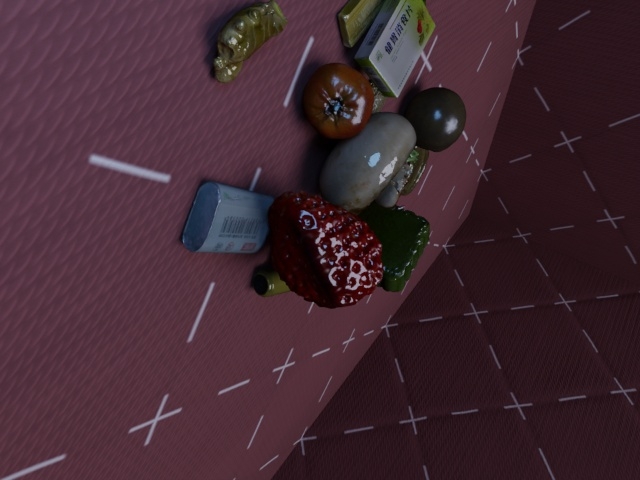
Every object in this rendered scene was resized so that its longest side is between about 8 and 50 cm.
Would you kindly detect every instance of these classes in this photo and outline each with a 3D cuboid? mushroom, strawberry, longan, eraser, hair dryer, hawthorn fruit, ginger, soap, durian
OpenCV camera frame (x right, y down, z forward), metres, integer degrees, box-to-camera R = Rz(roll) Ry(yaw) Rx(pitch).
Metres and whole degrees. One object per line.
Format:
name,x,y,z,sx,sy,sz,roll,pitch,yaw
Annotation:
mushroom,0.170,-0.216,1.275,0.362,0.295,0.362,-52,-178,3
strawberry,0.000,0.000,1.097,0.296,0.317,0.344,-27,129,-3
longan,0.460,-0.483,1.638,0.258,0.258,0.257,-42,148,-35
eraser,-0.220,-0.050,1.023,0.227,0.081,0.173,6,106,-61
hair dryer,-0.118,0.045,1.281,0.135,0.090,0.278,-6,120,-50
hawthorn fruit,0.052,-0.380,1.114,0.225,0.197,0.196,-65,171,-64
ginger,-0.147,-0.410,0.799,0.205,0.081,0.115,-56,159,-9
soap,0.132,-0.651,1.121,0.252,0.037,0.092,-53,152,-17
durian,0.373,-0.372,1.756,0.086,0.100,0.215,-63,162,5

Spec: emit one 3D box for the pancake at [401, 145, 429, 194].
pancake,0.461,-0.358,2.004,0.288,0.033,0.286,-62,155,1

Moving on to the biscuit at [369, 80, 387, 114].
biscuit,0.185,-0.484,1.346,0.168,0.071,0.082,-58,161,-17

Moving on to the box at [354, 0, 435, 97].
box,0.221,-0.577,1.179,0.175,0.062,0.260,33,85,-46

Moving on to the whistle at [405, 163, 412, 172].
whistle,0.298,-0.289,1.664,0.142,0.133,0.346,-23,178,29

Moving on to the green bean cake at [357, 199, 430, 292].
green bean cake,0.258,0.026,1.686,0.335,0.319,0.218,-54,154,-14

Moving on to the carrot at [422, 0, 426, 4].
carrot,0.245,-0.659,1.280,0.358,0.074,0.074,-54,153,-19
